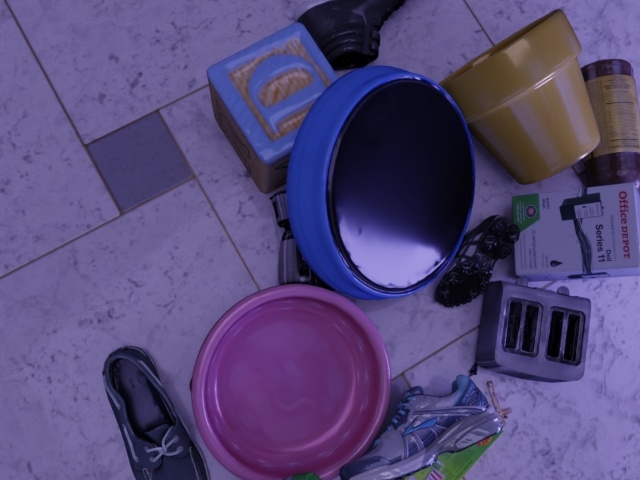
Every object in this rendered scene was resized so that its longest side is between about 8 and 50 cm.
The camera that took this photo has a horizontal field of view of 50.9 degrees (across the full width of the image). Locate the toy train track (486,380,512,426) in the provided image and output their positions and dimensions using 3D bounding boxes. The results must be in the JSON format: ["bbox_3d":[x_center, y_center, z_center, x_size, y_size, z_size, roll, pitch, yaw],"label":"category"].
[{"bbox_3d":[0.317,0.293,1.202,0.048,0.014,0.083,-15,80,-8],"label":"toy train track"}]

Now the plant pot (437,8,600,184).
[{"bbox_3d":[0.372,-0.242,1.210,0.254,0.254,0.239,-34,98,-11],"label":"plant pot"}]

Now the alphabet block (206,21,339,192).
[{"bbox_3d":[-0.069,-0.224,1.180,0.192,0.197,0.193,-29,83,-11],"label":"alphabet block"}]

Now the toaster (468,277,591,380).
[{"bbox_3d":[0.369,0.166,1.184,0.168,0.110,0.186,12,78,-2],"label":"toaster"}]

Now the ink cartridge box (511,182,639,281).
[{"bbox_3d":[0.455,-0.011,1.190,0.208,0.087,0.153,-6,76,28],"label":"ink cartridge box"}]

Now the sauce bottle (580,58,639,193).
[{"bbox_3d":[0.552,-0.164,1.269,0.111,0.111,0.345,0,80,-5],"label":"sauce bottle"}]

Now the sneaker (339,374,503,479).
[{"bbox_3d":[0.151,0.314,1.105,0.283,0.110,0.122,-20,69,-16],"label":"sneaker"}]

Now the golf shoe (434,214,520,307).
[{"bbox_3d":[0.280,0.037,1.227,0.077,0.094,0.198,38,102,-15],"label":"golf shoe"}]

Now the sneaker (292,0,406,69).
[{"bbox_3d":[0.109,-0.421,1.288,0.295,0.104,0.147,-23,83,-3],"label":"sneaker"}]

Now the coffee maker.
[{"bbox_3d":[0.000,0.000,1.194,0.171,0.120,0.178,3,78,-31],"label":"coffee maker"}]

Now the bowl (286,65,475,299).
[{"bbox_3d":[0.120,-0.090,1.112,0.391,0.077,0.391,-8,103,-40],"label":"bowl"}]

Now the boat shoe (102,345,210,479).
[{"bbox_3d":[-0.274,0.323,1.099,0.116,0.099,0.319,-24,82,-10],"label":"boat shoe"}]

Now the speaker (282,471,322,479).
[{"bbox_3d":[-0.120,0.469,1.030,0.296,0.131,0.131,-30,82,10],"label":"speaker"}]

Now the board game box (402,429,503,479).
[{"bbox_3d":[0.219,0.362,1.164,0.092,0.043,0.181,45,79,4],"label":"board game box"}]

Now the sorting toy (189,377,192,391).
[{"bbox_3d":[-0.181,0.266,1.154,0.061,0.042,0.102,-29,94,5],"label":"sorting toy"}]

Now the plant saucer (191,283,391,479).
[{"bbox_3d":[-0.049,0.237,1.117,0.332,0.084,0.332,0,89,-16],"label":"plant saucer"}]
